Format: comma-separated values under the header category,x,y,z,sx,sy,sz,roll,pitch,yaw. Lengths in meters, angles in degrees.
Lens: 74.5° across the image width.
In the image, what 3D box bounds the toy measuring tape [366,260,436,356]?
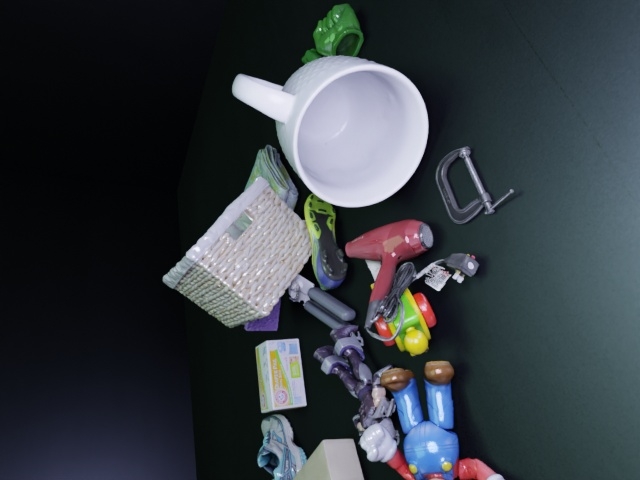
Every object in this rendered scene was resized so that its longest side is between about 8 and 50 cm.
category,x,y,z,sx,sy,sz,roll,pitch,yaw
toy measuring tape,0.152,0.127,0.864,0.330,0.121,0.122,-107,31,-64

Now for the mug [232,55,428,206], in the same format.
category,x,y,z,sx,sy,sz,roll,pitch,yaw
mug,-0.006,-0.272,0.912,0.277,0.373,0.328,-67,26,21

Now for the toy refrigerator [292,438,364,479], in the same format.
category,x,y,z,sx,sy,sz,roll,pitch,yaw
toy refrigerator,0.009,0.610,1.054,0.102,0.094,0.270,-108,36,-47

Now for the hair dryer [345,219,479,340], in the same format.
category,x,y,z,sx,sy,sz,roll,pitch,yaw
hair dryer,0.128,0.044,0.809,0.080,0.223,0.293,58,173,-25

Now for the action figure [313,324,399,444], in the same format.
category,x,y,z,sx,sy,sz,roll,pitch,yaw
action figure,0.096,0.321,0.934,0.186,0.099,0.285,-63,39,24

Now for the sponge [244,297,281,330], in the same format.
category,x,y,z,sx,sy,sz,roll,pitch,yaw
sponge,-0.195,0.208,1.460,0.031,0.117,0.210,13,97,60

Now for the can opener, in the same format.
category,x,y,z,sx,sy,sz,roll,pitch,yaw
can opener,0.000,0.163,1.152,0.280,0.093,0.074,28,108,51

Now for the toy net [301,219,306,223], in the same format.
category,x,y,z,sx,sy,sz,roll,pitch,yaw
toy net,-0.092,-0.041,1.340,0.232,0.045,0.122,-7,120,50

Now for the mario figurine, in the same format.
category,x,y,z,sx,sy,sz,roll,pitch,yaw
mario figurine,0.186,0.364,0.678,0.198,0.169,0.321,-44,48,49

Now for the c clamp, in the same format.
category,x,y,z,sx,sy,sz,roll,pitch,yaw
c clamp,0.265,-0.103,0.754,0.137,0.022,0.161,121,141,-48

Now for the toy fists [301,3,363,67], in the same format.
category,x,y,z,sx,sy,sz,roll,pitch,yaw
toy fists,0.017,-0.523,1.192,0.279,0.096,0.142,-55,40,46

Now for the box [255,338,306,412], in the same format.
category,x,y,z,sx,sy,sz,roll,pitch,yaw
box,-0.125,0.418,1.303,0.103,0.114,0.203,-42,52,53

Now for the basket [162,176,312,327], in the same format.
category,x,y,z,sx,sy,sz,roll,pitch,yaw
basket,-0.232,0.054,1.243,0.331,0.266,0.328,-29,21,55

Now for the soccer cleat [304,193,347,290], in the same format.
category,x,y,z,sx,sy,sz,roll,pitch,yaw
soccer cleat,-0.001,0.000,1.156,0.121,0.093,0.289,123,141,-51

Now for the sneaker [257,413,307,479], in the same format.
category,x,y,z,sx,sy,sz,roll,pitch,yaw
sneaker,-0.140,0.633,1.292,0.283,0.122,0.110,24,107,60

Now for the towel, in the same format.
category,x,y,z,sx,sy,sz,roll,pitch,yaw
towel,-0.210,-0.122,1.565,0.375,0.090,0.321,-66,33,33
